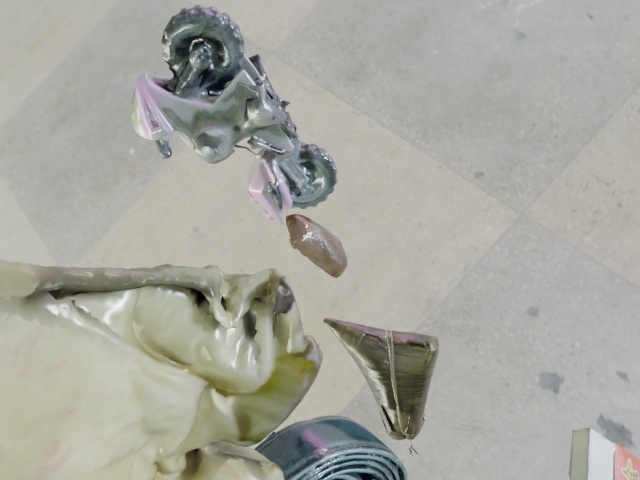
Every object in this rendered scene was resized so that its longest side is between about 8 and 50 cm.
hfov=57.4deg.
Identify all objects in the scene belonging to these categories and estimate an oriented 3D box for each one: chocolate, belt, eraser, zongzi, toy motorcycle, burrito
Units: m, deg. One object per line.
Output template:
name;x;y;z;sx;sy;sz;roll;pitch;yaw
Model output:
chocolate;0.000;0.000;0.703;0.031;0.100;0.065;-36;40;18
belt;0.000;0.339;0.764;0.116;0.267;0.207;27;89;49
eraser;0.474;0.409;0.889;0.038;0.230;0.157;-42;17;48
zongzi;0.082;0.224;0.926;0.183;0.084;0.188;10;102;8
toy motorcycle;-0.121;-0.144;0.795;0.188;0.327;0.143;-31;37;12
burrito;-0.163;0.094;0.336;0.135;0.331;0.191;21;107;53
